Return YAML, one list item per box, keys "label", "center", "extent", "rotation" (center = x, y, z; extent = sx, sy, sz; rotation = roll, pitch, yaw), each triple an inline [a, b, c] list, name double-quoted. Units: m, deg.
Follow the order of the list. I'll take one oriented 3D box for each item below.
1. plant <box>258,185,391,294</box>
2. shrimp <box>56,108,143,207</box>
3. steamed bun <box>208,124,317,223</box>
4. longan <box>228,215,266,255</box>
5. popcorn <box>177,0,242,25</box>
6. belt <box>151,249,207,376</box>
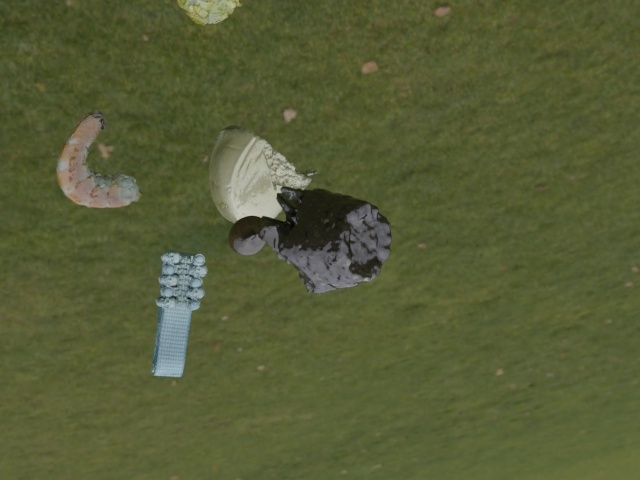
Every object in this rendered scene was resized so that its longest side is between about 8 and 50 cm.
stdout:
- label: "plant"
  center: [0.000, 0.000, 1.640]
  extent: [0.276, 0.188, 0.199]
  rotation: [6, 146, 45]
- label: "shrimp"
  center: [-0.355, -0.132, 1.277]
  extent: [0.161, 0.049, 0.166]
  rotation: [2, 113, -42]
- label: "steamed bun"
  center: [-0.212, -0.190, 2.233]
  extent: [0.273, 0.272, 0.290]
  rotation: [-50, -165, -16]
- label: "longan"
  center: [-0.170, -0.012, 1.866]
  extent: [0.113, 0.092, 0.113]
  rotation: [-28, -170, 5]
- label: "popcorn"
  center: [-0.226, -0.509, 1.556]
  extent: [0.162, 0.135, 0.141]
  rotation: [5, 130, 30]
- label: "belt"
  center: [-0.201, 0.104, 1.084]
  extent: [0.065, 0.179, 0.100]
  rotation: [5, 179, -18]
